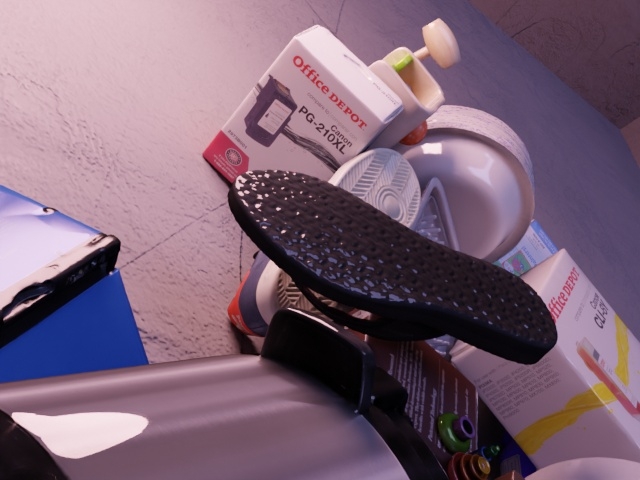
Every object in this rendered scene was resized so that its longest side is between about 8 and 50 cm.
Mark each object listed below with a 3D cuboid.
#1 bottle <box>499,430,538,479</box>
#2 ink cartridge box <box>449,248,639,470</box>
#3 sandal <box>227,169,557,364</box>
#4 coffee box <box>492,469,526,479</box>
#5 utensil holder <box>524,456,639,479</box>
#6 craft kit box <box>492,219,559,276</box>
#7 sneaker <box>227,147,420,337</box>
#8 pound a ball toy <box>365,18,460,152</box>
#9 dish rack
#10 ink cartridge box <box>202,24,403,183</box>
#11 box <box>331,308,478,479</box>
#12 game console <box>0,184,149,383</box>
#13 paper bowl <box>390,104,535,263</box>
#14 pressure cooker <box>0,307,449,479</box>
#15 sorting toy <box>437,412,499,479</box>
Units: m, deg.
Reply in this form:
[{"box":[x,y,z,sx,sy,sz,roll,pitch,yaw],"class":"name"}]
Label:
[{"box":[0.334,0.369,1.373,0.118,0.092,0.283,41,32,-26],"class":"bottle"},{"box":[0.408,0.238,1.359,0.385,0.160,0.279,51,32,1],"class":"ink cartridge box"},{"box":[0.080,0.058,1.021,0.445,0.107,0.168,25,34,-22],"class":"sandal"},{"box":[0.138,0.368,0.946,0.098,0.246,0.141,44,31,-15],"class":"coffee box"},{"box":[0.339,0.494,1.025,0.327,0.327,0.385,48,28,-9],"class":"utensil holder"},{"box":[0.362,0.134,1.556,0.246,0.061,0.250,-38,92,-23],"class":"craft kit box"},{"box":[0.000,0.000,1.172,0.131,0.148,0.350,55,51,-11],"class":"sneaker"},{"box":[0.085,-0.184,1.374,0.136,0.319,0.208,51,30,-4],"class":"pound a ball toy"},{"box":[0.141,0.095,1.301,0.333,0.072,0.286,-60,137,-50],"class":"dish rack"},{"box":[-0.026,-0.156,1.253,0.172,0.237,0.100,44,30,0],"class":"ink cartridge box"},{"box":[0.066,0.217,1.081,0.203,0.168,0.167,41,33,-20],"class":"box"},{"box":[-0.314,0.100,0.816,0.250,0.173,0.293,24,27,12],"class":"game console"},{"box":[0.210,-0.069,1.465,0.284,0.284,0.148,44,32,-16],"class":"paper bowl"},{"box":[-0.095,0.268,0.606,0.420,0.370,0.376,0,62,-50],"class":"pressure cooker"},{"box":[0.171,0.236,0.997,0.061,0.042,0.102,27,41,-35],"class":"sorting toy"}]
